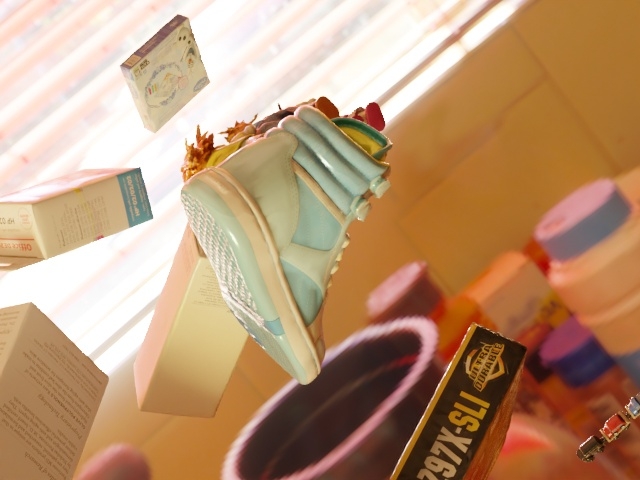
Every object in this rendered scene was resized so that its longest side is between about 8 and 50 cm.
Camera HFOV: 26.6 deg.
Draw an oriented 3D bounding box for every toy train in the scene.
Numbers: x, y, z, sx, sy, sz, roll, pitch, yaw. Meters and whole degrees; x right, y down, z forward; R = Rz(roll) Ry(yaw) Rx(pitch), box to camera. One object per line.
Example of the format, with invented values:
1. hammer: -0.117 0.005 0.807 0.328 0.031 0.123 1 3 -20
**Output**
1. toy train: 0.445 0.277 2.037 0.158 0.036 0.027 -47 49 18

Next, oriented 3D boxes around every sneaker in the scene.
1. sneaker: 0.000 0.000 1.345 0.208 0.127 0.319 -40 -34 -16

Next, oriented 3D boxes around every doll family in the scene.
1. doll family: -0.063 -0.103 1.482 0.263 0.118 0.163 -42 18 -34

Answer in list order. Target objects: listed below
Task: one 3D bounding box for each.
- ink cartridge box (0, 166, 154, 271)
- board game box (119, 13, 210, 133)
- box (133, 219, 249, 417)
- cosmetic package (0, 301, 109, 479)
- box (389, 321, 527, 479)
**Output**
1. ink cartridge box: -0.276 -0.024 1.387 0.104 0.062 0.181 0 18 44
2. board game box: -0.160 -0.173 1.402 0.020 0.090 0.090 25 59 33
3. box: -0.154 0.102 1.766 0.094 0.113 0.275 -108 36 -48
4. cosmetic package: -0.382 0.258 1.384 0.196 0.155 0.366 -11 45 30
5. box: 0.135 0.292 1.574 0.322 0.079 0.257 -58 -16 -28
